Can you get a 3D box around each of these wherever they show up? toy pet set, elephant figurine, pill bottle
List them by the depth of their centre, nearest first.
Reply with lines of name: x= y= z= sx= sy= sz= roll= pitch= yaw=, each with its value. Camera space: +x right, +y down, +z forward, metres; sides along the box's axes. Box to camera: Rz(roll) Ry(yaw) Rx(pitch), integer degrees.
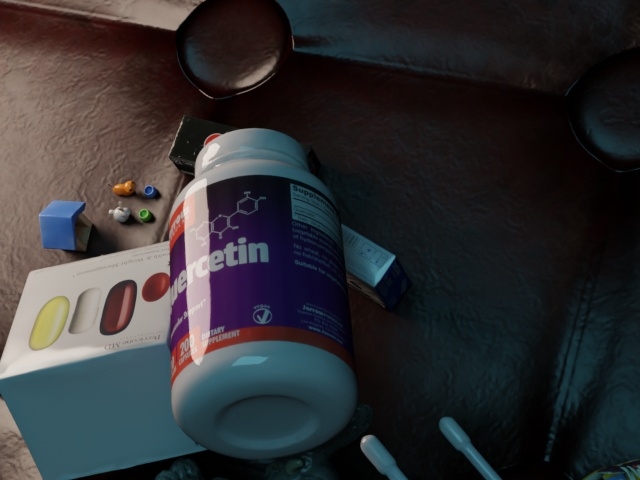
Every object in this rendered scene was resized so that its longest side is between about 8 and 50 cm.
pill bottle: x=-0.063 y=0.046 z=1.527 sx=0.182 sy=0.181 sz=0.322 roll=-13 pitch=52 yaw=9
elephant figurine: x=-0.046 y=0.292 z=1.558 sx=0.240 sy=0.186 sz=0.169 roll=-9 pitch=41 yaw=16
toy pet set: x=-0.269 y=-0.023 z=1.792 sx=0.114 sy=0.065 sz=0.122 roll=4 pitch=70 yaw=16

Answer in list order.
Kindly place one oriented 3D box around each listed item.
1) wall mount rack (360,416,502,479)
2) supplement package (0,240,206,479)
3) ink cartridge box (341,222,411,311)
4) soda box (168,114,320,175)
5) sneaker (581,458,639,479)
wall mount rack: x=0.209 y=0.250 z=1.348 sx=0.304 sy=0.350 sz=0.130 roll=6 pitch=90 yaw=24
supplement package: x=-0.221 y=0.126 z=1.630 sx=0.194 sy=0.149 sz=0.203 roll=-13 pitch=31 yaw=9
ink cartridge box: x=0.000 y=0.000 z=1.698 sx=0.207 sy=0.097 sz=0.046 roll=32 pitch=81 yaw=22
soda box: x=-0.090 y=-0.096 z=1.781 sx=0.169 sy=0.053 sz=0.060 roll=15 pitch=73 yaw=18
sneaker: x=0.323 y=0.253 z=1.526 sx=0.186 sy=0.084 sz=0.069 roll=-28 pitch=65 yaw=3
